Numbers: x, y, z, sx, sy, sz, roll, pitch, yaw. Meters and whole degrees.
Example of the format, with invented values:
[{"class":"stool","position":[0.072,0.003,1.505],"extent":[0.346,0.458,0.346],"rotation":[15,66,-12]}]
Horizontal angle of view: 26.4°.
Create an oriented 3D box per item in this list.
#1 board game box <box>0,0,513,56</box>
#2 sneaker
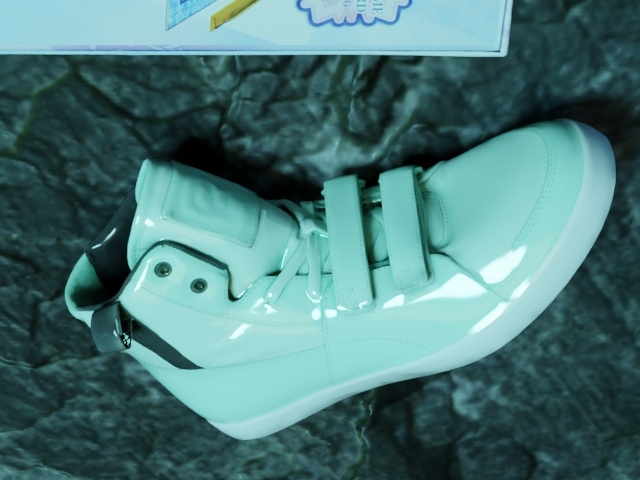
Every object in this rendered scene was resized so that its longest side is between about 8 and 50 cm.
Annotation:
[{"class":"board game box","position":[-0.077,-0.209,0.455],"extent":[0.318,0.066,0.318],"rotation":[0,131,-4]},{"class":"sneaker","position":[0.000,0.001,0.625],"extent":[0.256,0.094,0.151],"rotation":[-32,132,25]}]
